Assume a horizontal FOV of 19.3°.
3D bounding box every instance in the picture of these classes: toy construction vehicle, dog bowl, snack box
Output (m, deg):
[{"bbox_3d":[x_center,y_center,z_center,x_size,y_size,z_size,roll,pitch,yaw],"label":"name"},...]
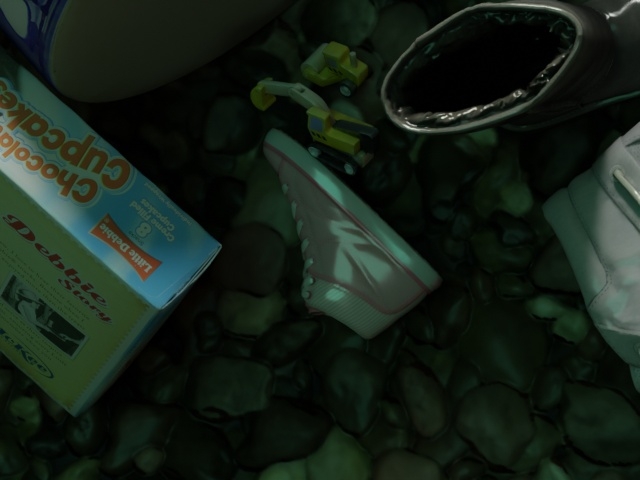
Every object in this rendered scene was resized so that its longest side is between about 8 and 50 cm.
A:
[{"bbox_3d":[0.022,-0.083,1.065,0.098,0.035,0.086,29,54,25],"label":"toy construction vehicle"},{"bbox_3d":[-0.070,-0.197,1.003,0.265,0.265,0.104,-41,78,11],"label":"dog bowl"},{"bbox_3d":[-0.215,-0.052,1.045,0.322,0.187,0.060,42,60,0],"label":"snack box"}]

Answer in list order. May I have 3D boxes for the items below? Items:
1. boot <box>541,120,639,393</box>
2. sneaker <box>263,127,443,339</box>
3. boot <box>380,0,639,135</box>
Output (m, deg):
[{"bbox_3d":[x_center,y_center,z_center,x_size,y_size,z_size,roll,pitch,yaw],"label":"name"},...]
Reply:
[{"bbox_3d":[0.223,0.051,0.988,0.123,0.095,0.258,-39,68,19],"label":"boot"},{"bbox_3d":[0.000,0.000,1.077,0.070,0.051,0.134,-46,78,5],"label":"sneaker"},{"bbox_3d":[0.137,-0.105,0.956,0.190,0.208,0.076,-31,78,14],"label":"boot"}]
